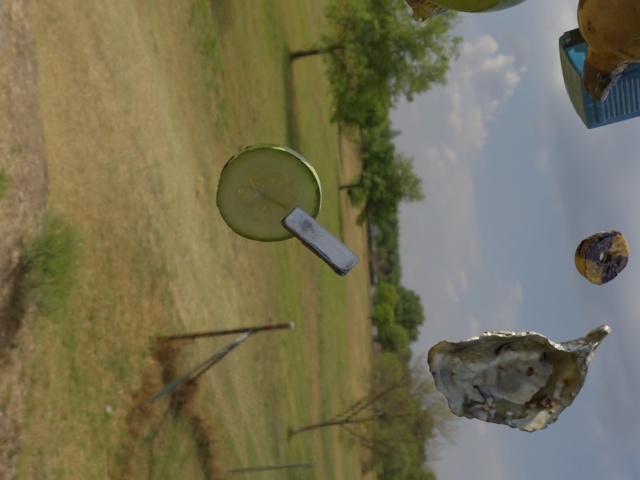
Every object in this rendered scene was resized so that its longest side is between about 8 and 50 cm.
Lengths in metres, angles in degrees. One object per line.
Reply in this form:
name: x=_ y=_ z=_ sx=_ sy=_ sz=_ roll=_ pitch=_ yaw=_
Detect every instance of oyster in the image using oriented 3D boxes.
oyster: x=0.399 y=0.272 z=1.507 sx=0.111 sy=0.396 sz=0.204 roll=-152 pitch=-117 yaw=-75

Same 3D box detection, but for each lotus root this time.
lotus root: x=0.472 y=-0.347 z=1.112 sx=0.183 sy=0.182 sz=0.310 roll=-94 pitch=-155 yaw=-48

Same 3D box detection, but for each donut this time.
donut: x=0.686 y=0.037 z=1.852 sx=0.059 sy=0.140 sz=0.141 roll=-148 pitch=-134 yaw=-65

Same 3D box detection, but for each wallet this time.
wallet: x=0.000 y=0.000 z=1.383 sx=0.018 sy=0.156 sz=0.082 roll=-54 pitch=176 yaw=35

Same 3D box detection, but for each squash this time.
squash: x=-0.105 y=-0.095 z=1.555 sx=0.041 sy=0.219 sz=0.219 roll=-85 pitch=167 yaw=-60

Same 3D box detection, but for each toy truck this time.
toy truck: x=0.614 y=-0.325 z=1.289 sx=0.161 sy=0.384 sz=0.162 roll=60 pitch=20 yaw=-46

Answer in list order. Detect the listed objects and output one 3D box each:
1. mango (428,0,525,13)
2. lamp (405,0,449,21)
mango: x=0.256 y=-0.478 z=1.305 sx=0.185 sy=0.273 sz=0.149 roll=103 pitch=13 yaw=-62
lamp: x=0.246 y=-0.547 z=1.579 sx=0.157 sy=0.156 sz=0.135 roll=60 pitch=0 yaw=-30
